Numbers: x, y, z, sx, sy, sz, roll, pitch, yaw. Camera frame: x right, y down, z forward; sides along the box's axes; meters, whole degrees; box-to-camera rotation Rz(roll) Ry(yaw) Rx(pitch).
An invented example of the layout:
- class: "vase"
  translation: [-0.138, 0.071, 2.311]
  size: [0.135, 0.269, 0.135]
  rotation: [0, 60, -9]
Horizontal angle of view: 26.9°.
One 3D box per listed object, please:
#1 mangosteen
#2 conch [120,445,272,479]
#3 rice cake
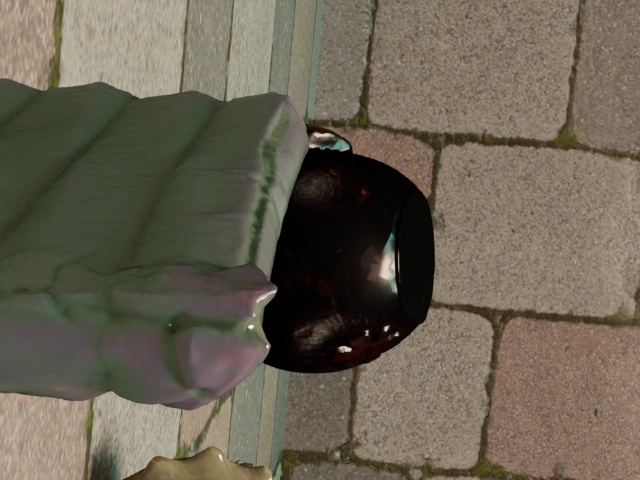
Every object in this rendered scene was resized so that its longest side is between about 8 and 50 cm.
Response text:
- class: "mangosteen"
  translation: [0.004, 0.002, 1.456]
  size: [0.287, 0.233, 0.287]
  rotation: [-5, 90, -67]
- class: "conch"
  translation: [-0.094, 0.307, 0.969]
  size: [0.263, 0.186, 0.324]
  rotation: [-57, 159, -31]
- class: "rice cake"
  translation: [-0.094, -0.007, 0.385]
  size: [0.198, 0.189, 0.037]
  rotation: [-98, -170, -70]
